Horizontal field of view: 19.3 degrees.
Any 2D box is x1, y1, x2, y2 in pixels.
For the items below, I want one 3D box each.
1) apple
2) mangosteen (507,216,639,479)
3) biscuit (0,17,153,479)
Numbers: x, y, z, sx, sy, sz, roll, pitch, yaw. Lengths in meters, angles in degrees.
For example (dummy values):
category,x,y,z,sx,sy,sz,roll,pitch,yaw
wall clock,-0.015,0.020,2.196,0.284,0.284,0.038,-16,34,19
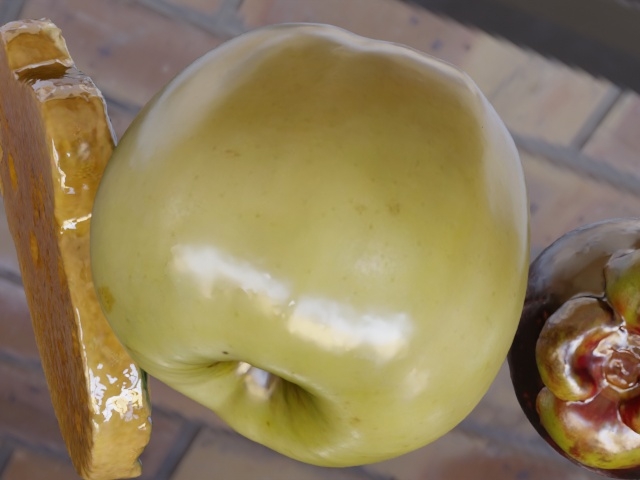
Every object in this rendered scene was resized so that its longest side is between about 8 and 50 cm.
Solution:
category,x,y,z,sx,sy,sz,roll,pitch,yaw
apple,0.000,0.000,1.109,0.262,0.262,0.262,17,44,-17
mangosteen,0.230,0.082,1.389,0.209,0.210,0.210,17,44,-17
biscuit,-0.170,-0.012,1.303,0.057,0.287,0.344,-10,55,-16
